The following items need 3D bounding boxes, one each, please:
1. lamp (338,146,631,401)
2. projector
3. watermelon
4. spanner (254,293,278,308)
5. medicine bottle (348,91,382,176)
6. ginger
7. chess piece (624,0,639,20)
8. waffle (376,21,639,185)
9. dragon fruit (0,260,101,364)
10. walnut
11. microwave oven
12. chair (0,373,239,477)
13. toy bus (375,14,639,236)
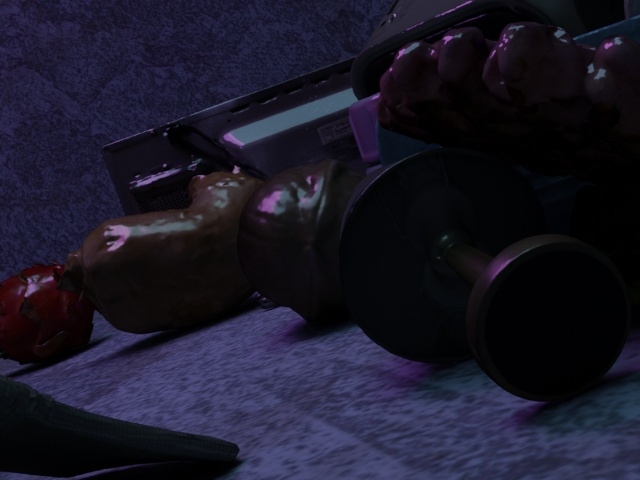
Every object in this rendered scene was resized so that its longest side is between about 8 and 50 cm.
[{"bbox_3d":[0.072,0.014,0.510,0.121,0.121,0.214,-21,18,-7],"label":"lamp"},{"bbox_3d":[0.215,-0.208,1.077,0.249,0.248,0.249,-16,34,43],"label":"projector"},{"bbox_3d":[0.195,0.001,0.521,0.119,0.063,0.245,0,-1,-4],"label":"watermelon"},{"bbox_3d":[0.042,0.023,1.071,0.255,0.015,0.054,-22,5,-21],"label":"spanner"},{"bbox_3d":[0.110,-0.071,0.944,0.135,0.168,0.135,-20,6,2],"label":"medicine bottle"},{"bbox_3d":[-0.157,0.022,1.095,0.267,0.138,0.152,-25,49,-18],"label":"ginger"},{"bbox_3d":[0.363,-0.289,0.922,0.182,0.182,0.330,-18,32,21],"label":"chess piece"},{"bbox_3d":[0.139,-0.064,0.519,0.221,0.055,0.234,14,-3,-13],"label":"waffle"},{"bbox_3d":[-0.362,0.099,1.257,0.166,0.133,0.136,-20,-37,-17],"label":"dragon fruit"},{"bbox_3d":[0.000,-0.001,0.828,0.140,0.140,0.162,-20,-5,5],"label":"walnut"},{"bbox_3d":[-0.044,-0.089,1.346,0.432,0.236,0.374,-21,5,-4],"label":"microwave oven"},{"bbox_3d":[-0.204,0.117,0.421,0.160,0.319,0.186,-18,49,36],"label":"chair"},{"bbox_3d":[0.205,-0.076,0.728,0.313,0.151,0.190,-19,5,6],"label":"toy bus"}]
